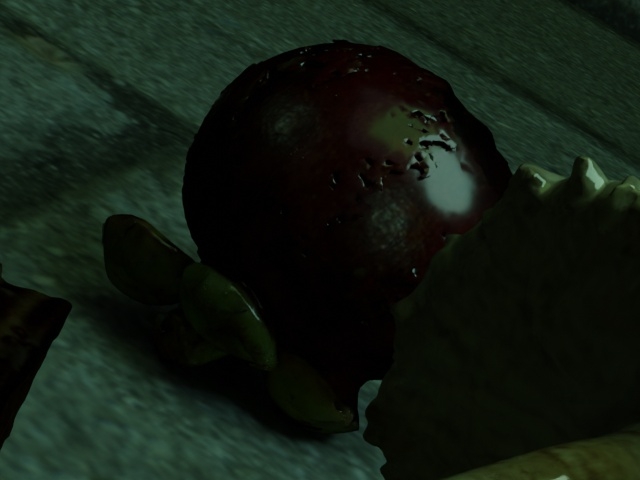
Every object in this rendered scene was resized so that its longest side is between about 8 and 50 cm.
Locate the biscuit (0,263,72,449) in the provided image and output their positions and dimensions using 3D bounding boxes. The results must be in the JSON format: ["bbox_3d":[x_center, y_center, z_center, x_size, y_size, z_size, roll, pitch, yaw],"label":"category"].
[{"bbox_3d":[-0.142,0.079,0.509,0.070,0.106,0.252,27,17,-2],"label":"biscuit"}]

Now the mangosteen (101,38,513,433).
[{"bbox_3d":[0.000,0.000,0.862,0.166,0.180,0.166,49,-3,3],"label":"mangosteen"}]

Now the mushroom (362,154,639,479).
[{"bbox_3d":[0.068,0.112,0.596,0.208,0.233,0.301,57,44,-8],"label":"mushroom"}]
